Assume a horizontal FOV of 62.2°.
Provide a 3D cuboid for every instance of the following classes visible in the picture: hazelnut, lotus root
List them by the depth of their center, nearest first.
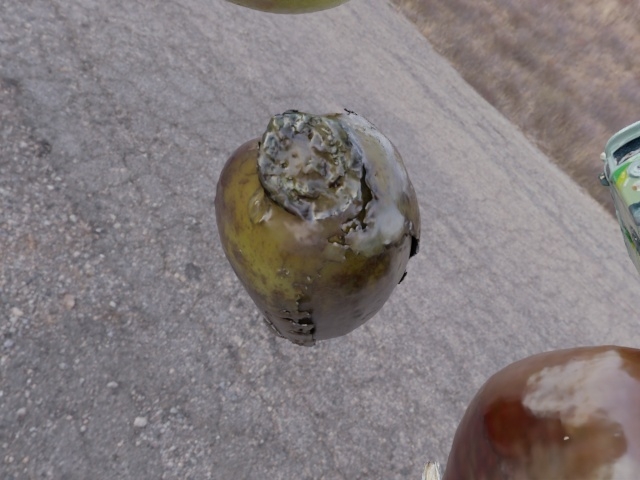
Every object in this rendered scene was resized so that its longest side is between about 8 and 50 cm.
[{"bbox_3d":[0.278,0.306,0.529,0.359,0.409,0.359,15,6,-2],"label":"hazelnut"},{"bbox_3d":[0.000,0.000,0.552,0.179,0.196,0.397,51,-10,18],"label":"lotus root"},{"bbox_3d":[0.205,0.451,0.975,0.083,0.037,0.030,-81,156,-49],"label":"lotus root"}]

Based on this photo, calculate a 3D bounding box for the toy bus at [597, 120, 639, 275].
[{"bbox_3d":[0.444,-0.034,0.661,0.276,0.134,0.164,43,31,-44],"label":"toy bus"}]

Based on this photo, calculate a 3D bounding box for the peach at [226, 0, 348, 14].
[{"bbox_3d":[-0.053,-0.379,0.480,0.316,0.314,0.281,13,70,-22],"label":"peach"}]
